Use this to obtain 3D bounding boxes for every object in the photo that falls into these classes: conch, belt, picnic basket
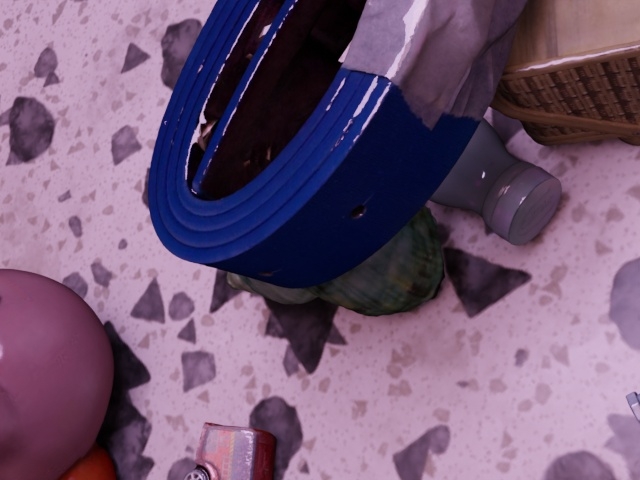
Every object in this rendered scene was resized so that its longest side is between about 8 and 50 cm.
[{"bbox_3d":[0.001,0.001,0.913,0.188,0.176,0.122,-8,31,49],"label":"conch"},{"bbox_3d":[0.008,-0.123,0.760,0.212,0.117,0.347,44,106,41],"label":"belt"},{"bbox_3d":[0.280,-0.213,0.793,0.312,0.175,0.228,-7,70,25],"label":"picnic basket"}]

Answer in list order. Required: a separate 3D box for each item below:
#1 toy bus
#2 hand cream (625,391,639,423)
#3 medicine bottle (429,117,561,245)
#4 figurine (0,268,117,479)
[{"bbox_3d":[-0.085,0.265,0.922,0.077,0.065,0.192,-3,74,22],"label":"toy bus"},{"bbox_3d":[0.312,0.092,0.753,0.170,0.043,0.065,-30,63,14],"label":"hand cream"},{"bbox_3d":[0.109,-0.080,0.898,0.216,0.090,0.090,39,96,33],"label":"medicine bottle"},{"bbox_3d":[-0.312,0.144,1.023,0.269,0.261,0.211,19,57,35],"label":"figurine"}]
